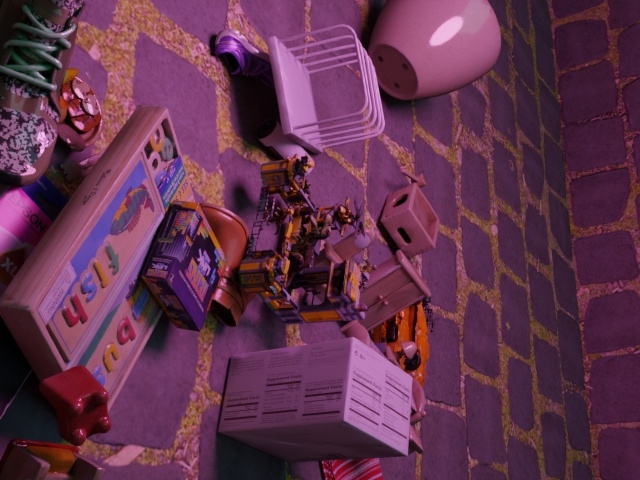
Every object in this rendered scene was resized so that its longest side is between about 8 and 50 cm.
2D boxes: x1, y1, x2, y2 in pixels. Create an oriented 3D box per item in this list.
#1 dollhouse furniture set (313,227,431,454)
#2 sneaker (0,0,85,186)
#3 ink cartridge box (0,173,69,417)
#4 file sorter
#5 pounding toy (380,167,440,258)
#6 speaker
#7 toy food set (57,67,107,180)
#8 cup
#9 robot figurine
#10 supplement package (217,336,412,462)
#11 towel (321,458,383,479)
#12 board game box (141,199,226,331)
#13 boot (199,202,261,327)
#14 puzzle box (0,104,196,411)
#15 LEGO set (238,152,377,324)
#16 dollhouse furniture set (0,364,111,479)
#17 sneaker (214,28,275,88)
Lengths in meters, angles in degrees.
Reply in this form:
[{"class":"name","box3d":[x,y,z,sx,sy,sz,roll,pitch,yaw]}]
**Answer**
[{"class":"dollhouse furniture set","box3d":[0.135,0.177,1.577,0.303,0.174,0.355,49,15,-26]},{"class":"sneaker","box3d":[-0.389,-0.276,1.079,0.158,0.182,0.410,14,68,-33]},{"class":"ink cartridge box","box3d":[-0.414,0.055,1.065,0.176,0.069,0.371,54,37,-30]},{"class":"file sorter","box3d":[0.023,-0.304,1.651,0.277,0.173,0.193,9,71,-78]},{"class":"pounding toy","box3d":[0.213,-0.090,2.013,0.181,0.094,0.206,54,30,-22]},{"class":"speaker","box3d":[-0.072,-0.189,1.656,0.136,0.055,0.055,45,45,-39]},{"class":"toy food set","box3d":[-0.377,-0.200,1.227,0.132,0.038,0.192,-40,112,-54]},{"class":"cup","box3d":[0.255,-0.493,2.061,0.237,0.331,0.331,-43,117,-24]},{"class":"robot figurine","box3d":[0.187,0.193,1.869,0.211,0.085,0.291,35,52,-45]},{"class":"supplement package","box3d":[-0.004,0.283,1.395,0.204,0.262,0.145,39,49,-44]},{"class":"towel","box3d":[0.070,0.464,1.649,0.199,0.031,0.275,-5,82,-57]},{"class":"board game box","box3d":[-0.209,0.042,1.265,0.170,0.048,0.141,73,28,-57]},{"class":"boot","box3d":[-0.173,0.043,1.412,0.197,0.073,0.152,50,45,-30]},{"class":"puzzle box","box3d":[-0.289,0.034,1.161,0.272,0.052,0.409,82,22,-45]},{"class":"LEGO set","box3d":[0.000,0.000,1.483,0.255,0.192,0.331,62,31,-43]},{"class":"dollhouse furniture set","box3d":[-0.403,0.179,0.889,0.374,0.152,0.201,28,88,-51]},{"class":"sneaker","box3d":[-0.149,-0.349,1.612,0.170,0.068,0.071,32,68,-36]}]
